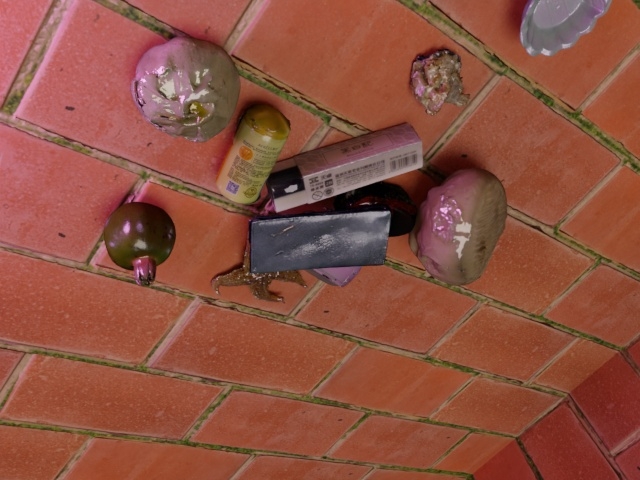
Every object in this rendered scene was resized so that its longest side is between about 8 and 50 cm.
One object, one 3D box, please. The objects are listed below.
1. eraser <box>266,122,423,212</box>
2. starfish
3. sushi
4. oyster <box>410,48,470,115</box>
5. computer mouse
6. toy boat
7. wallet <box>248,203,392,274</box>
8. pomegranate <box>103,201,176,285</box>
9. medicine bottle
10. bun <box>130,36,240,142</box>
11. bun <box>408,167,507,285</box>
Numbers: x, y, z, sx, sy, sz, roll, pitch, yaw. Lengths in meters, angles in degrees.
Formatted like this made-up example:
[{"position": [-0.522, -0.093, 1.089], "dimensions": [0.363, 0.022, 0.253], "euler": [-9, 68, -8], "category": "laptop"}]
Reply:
[{"position": [0.059, -0.188, 1.739], "dimensions": [0.404, 0.096, 0.098], "euler": [-17, 137, -7], "category": "eraser"}, {"position": [-0.152, 0.078, 1.922], "dimensions": [0.299, 0.060, 0.302], "euler": [0, 130, -21], "category": "starfish"}, {"position": [0.152, -0.089, 1.859], "dimensions": [0.225, 0.126, 0.136], "euler": [9, 128, -23], "category": "sushi"}, {"position": [0.310, -0.386, 1.679], "dimensions": [0.191, 0.081, 0.163], "euler": [6, 124, -33], "category": "oyster"}, {"position": [0.002, 0.026, 1.917], "dimensions": [0.158, 0.072, 0.310], "euler": [-52, 132, 5], "category": "computer mouse"}, {"position": [0.586, -0.571, 1.609], "dimensions": [0.290, 0.100, 0.199], "euler": [-33, 136, 9], "category": "toy boat"}, {"position": [0.000, 0.000, 1.781], "dimensions": [0.379, 0.046, 0.190], "euler": [-4, 128, -11], "category": "wallet"}, {"position": [-0.434, 0.012, 1.627], "dimensions": [0.180, 0.209, 0.180], "euler": [-9, 148, -6], "category": "pomegranate"}, {"position": [-0.159, -0.209, 1.606], "dimensions": [0.124, 0.124, 0.239], "euler": [9, 126, -30], "category": "medicine bottle"}, {"position": [-0.282, -0.313, 1.434], "dimensions": [0.239, 0.141, 0.239], "euler": [-12, 138, -11], "category": "bun"}, {"position": [0.387, -0.050, 1.906], "dimensions": [0.326, 0.234, 0.362], "euler": [-51, 149, -22], "category": "bun"}]
